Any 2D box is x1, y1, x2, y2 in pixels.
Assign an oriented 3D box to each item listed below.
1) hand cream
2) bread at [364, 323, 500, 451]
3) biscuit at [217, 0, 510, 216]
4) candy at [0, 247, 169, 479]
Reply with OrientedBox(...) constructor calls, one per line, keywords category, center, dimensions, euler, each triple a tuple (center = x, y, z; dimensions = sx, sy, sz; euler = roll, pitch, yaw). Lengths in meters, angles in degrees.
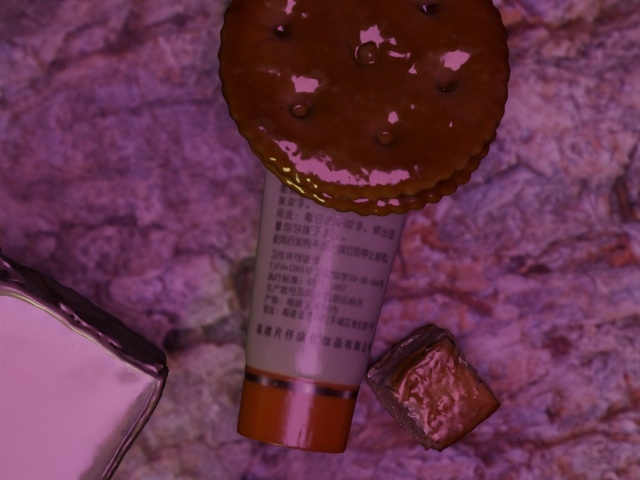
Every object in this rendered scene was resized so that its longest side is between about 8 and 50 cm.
OrientedBox(category="hand cream", center=(0.000, 0.000, 1.438), dimensions=(0.140, 0.089, 0.314), euler=(13, 92, -7))
OrientedBox(category="bread", center=(0.086, 0.114, 1.475), dimensions=(0.070, 0.077, 0.083), euler=(-38, 102, -10))
OrientedBox(category="biscuit", center=(0.033, -0.127, 1.396), dimensions=(0.220, 0.066, 0.220), euler=(2, 75, -7))
OrientedBox(category="candy", center=(-0.226, 0.118, 1.412), dimensions=(0.185, 0.137, 0.195), euler=(31, 95, -10))
